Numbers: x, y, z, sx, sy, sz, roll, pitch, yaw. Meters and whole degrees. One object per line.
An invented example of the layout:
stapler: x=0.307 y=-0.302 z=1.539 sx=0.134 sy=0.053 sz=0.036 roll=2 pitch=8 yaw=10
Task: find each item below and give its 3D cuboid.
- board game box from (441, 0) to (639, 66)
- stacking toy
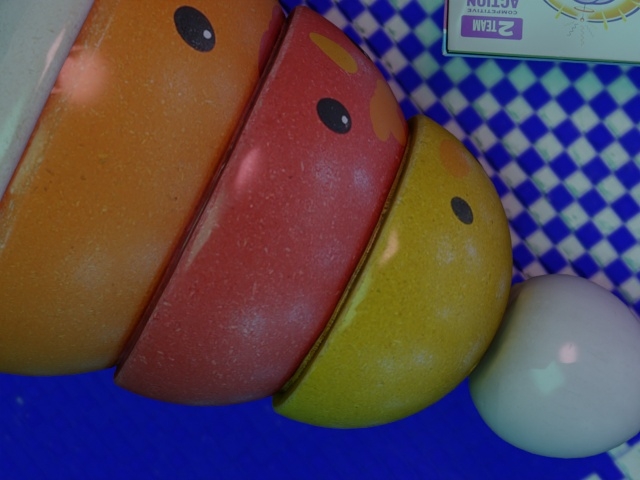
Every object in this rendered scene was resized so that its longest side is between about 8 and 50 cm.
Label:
board game box: x=0.199 y=-0.263 z=1.014 sx=0.242 sy=0.064 sz=0.316 roll=6 pitch=106 yaw=18
stacking toy: x=0.000 y=0.000 z=1.076 sx=0.480 sy=0.350 sz=0.350 roll=25 pitch=112 yaw=-8
